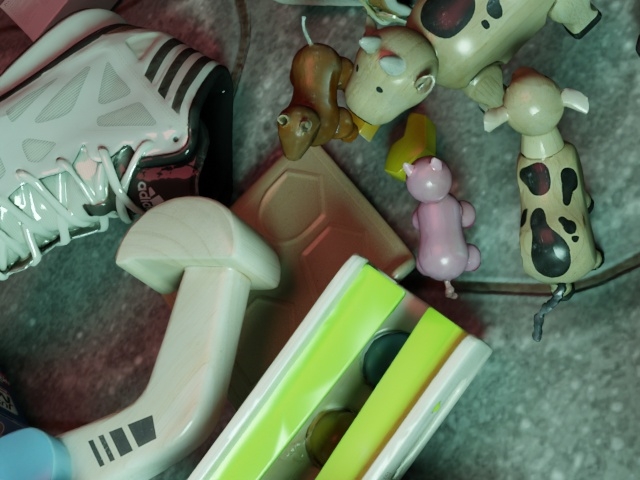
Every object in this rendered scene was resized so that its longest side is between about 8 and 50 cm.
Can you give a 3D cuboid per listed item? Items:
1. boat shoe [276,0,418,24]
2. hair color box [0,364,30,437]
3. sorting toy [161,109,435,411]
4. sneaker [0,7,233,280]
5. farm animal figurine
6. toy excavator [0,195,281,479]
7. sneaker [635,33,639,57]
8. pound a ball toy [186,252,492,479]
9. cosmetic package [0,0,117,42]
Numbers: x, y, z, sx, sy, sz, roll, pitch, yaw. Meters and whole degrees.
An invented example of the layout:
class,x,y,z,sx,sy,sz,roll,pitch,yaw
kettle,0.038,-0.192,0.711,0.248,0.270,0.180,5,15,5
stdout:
class,x,y,z,sx,sy,sz,roll,pitch,yaw
boat shoe,0.066,-0.262,1.345,0.302,0.113,0.103,-8,57,31
hair color box,-0.443,0.126,1.489,0.174,0.105,0.347,-45,44,5
sorting toy,0.000,0.000,1.311,0.307,0.041,0.229,-45,45,8
sneaker,-0.252,-0.054,1.368,0.257,0.169,0.447,18,55,36
farm animal figurine,0.116,-0.135,1.146,0.330,0.172,0.327,28,87,24
toy excavator,-0.208,0.225,1.232,0.445,0.222,0.433,-25,56,17
sneaker,0.338,-0.129,1.102,0.097,0.084,0.235,-45,49,6
pound a ball toy,0.026,0.202,1.147,0.208,0.136,0.319,35,89,16
cosmetic package,-0.253,-0.324,1.638,0.239,0.060,0.099,-49,51,4
